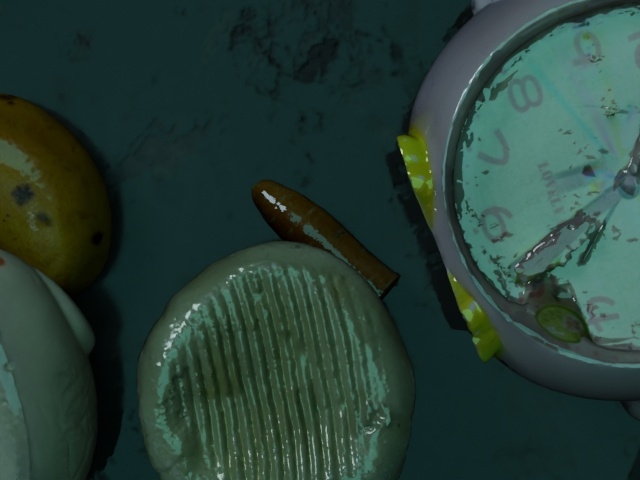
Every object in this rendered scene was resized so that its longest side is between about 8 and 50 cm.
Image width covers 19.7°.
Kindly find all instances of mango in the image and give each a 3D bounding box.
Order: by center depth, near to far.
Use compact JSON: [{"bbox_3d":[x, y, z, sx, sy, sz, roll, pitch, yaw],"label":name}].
[{"bbox_3d":[-0.232,-0.041,1.454,0.178,0.090,0.115,45,103,-3],"label":"mango"}]

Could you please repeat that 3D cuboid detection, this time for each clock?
[{"bbox_3d":[0.267,-0.062,1.366,0.377,0.250,0.368,-21,90,8],"label":"clock"}]

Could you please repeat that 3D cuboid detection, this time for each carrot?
[{"bbox_3d":[0.000,0.000,1.471,0.139,0.048,0.048,43,91,1],"label":"carrot"}]

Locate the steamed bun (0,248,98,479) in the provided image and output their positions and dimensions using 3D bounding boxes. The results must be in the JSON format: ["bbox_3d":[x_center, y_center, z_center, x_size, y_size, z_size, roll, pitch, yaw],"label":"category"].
[{"bbox_3d":[-0.246,0.110,1.424,0.177,0.131,0.228,-5,101,42],"label":"steamed bun"}]

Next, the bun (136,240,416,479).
[{"bbox_3d":[-0.038,0.117,1.430,0.231,0.133,0.231,0,86,-5],"label":"bun"}]
